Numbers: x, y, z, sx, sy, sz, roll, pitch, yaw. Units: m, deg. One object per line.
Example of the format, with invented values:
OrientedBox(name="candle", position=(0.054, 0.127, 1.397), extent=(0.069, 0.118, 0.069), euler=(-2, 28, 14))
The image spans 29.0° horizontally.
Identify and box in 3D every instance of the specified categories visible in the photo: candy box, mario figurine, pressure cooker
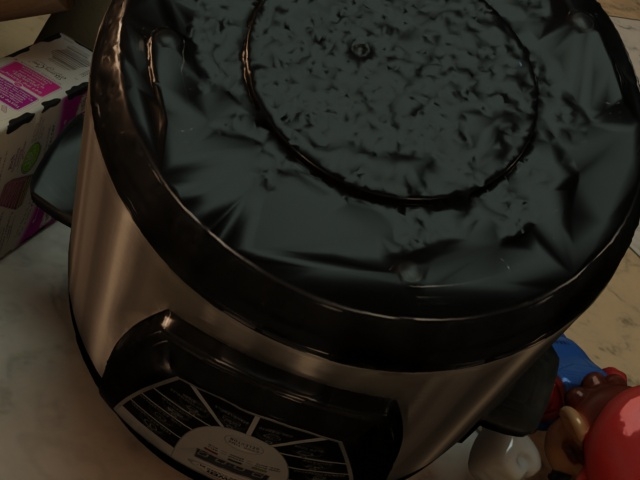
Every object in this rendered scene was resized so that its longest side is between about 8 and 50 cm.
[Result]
OrientedBox(name="candy box", position=(-0.268, -0.064, 1.017), extent=(0.071, 0.159, 0.233), euler=(29, 29, 7))
OrientedBox(name="mario figurine", position=(0.202, 0.164, 1.116), extent=(0.198, 0.170, 0.320), euler=(-26, 37, -11))
OrientedBox(name="pressure cooker", position=(0.004, -0.004, 0.913), extent=(0.375, 0.420, 0.370), euler=(-16, 68, -23))

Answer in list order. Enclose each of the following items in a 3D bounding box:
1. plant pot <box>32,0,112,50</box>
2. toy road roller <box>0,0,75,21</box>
OrientedBox(name="plant pot", position=(-0.151, -0.197, 1.204), extent=(0.256, 0.274, 0.256), euler=(20, 31, -12))
OrientedBox(name="toy road roller", position=(-0.276, -0.311, 1.090), extent=(0.202, 0.240, 0.330), euler=(-7, 70, 4))
